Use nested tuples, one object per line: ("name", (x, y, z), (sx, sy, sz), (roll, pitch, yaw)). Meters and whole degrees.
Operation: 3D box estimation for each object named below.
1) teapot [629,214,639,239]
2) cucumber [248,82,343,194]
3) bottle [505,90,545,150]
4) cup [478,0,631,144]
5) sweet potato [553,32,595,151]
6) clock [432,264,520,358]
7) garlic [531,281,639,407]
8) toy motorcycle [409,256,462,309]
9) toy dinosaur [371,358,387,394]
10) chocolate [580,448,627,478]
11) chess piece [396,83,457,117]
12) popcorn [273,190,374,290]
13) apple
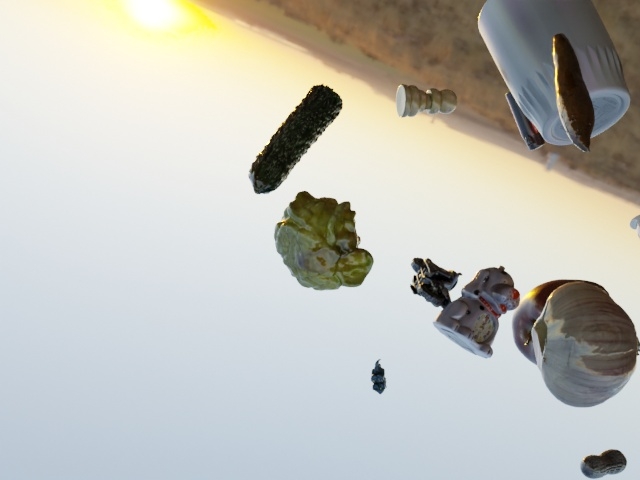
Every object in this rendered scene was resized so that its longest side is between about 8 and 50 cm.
("teapot", (0.634, -0.056, 1.172), (0.298, 0.204, 0.139), (-24, -139, -16))
("cucumber", (-0.067, -0.222, 1.739), (0.096, 0.096, 0.359), (26, -124, 13))
("bottle", (0.538, -0.316, 1.982), (0.060, 0.060, 0.164), (-9, -102, -68))
("cup", (0.538, -0.423, 1.748), (0.253, 0.253, 0.371), (11, -127, -44))
("sweet potato", (0.416, -0.245, 1.257), (0.057, 0.057, 0.264), (18, -131, -21))
("clock", (0.457, 0.182, 2.127), (0.189, 0.254, 0.189), (37, 173, 5))
("garlic", (0.686, 0.278, 1.956), (0.259, 0.317, 0.317), (-8, -169, 4))
("toy motorcycle", (0.352, 0.134, 2.288), (0.159, 0.106, 0.270), (25, -159, -11))
("toy dinosaur", (0.131, 0.307, 1.707), (0.031, 0.083, 0.047), (-4, -149, 11))
("chocolate", (0.810, 0.638, 2.167), (0.167, 0.072, 0.072), (-2, -157, -28))
("chess piece", (0.308, -0.396, 2.175), (0.170, 0.094, 0.094), (0, -162, -14))
("popcorn", (0.008, 0.003, 1.699), (0.181, 0.235, 0.217), (-26, -148, -31))
("apple", (0.758, 0.256, 2.359), (0.317, 0.288, 0.288), (-10, -156, -20))
